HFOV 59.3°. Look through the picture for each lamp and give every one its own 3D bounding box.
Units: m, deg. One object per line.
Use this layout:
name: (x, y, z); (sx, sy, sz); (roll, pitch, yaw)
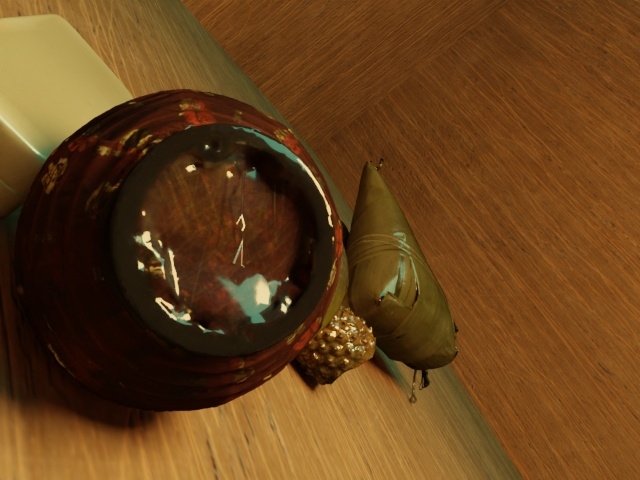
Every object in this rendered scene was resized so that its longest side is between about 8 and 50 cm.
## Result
lamp: (-0.098, 0.008, 0.428); (0.247, 0.247, 0.247); (52, 10, -12)

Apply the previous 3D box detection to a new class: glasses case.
glasses case: (-0.270, -0.135, 0.527); (0.131, 0.070, 0.313); (50, 10, -22)

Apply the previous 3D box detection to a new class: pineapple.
pineapple: (-0.033, 0.085, 0.793); (0.251, 0.125, 0.125); (48, 9, -1)

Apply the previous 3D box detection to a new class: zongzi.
zongzi: (0.196, 0.096, 1.240); (0.447, 0.181, 0.418); (45, 40, -42)

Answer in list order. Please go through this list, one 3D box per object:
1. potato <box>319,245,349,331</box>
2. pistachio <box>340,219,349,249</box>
potato: (-0.084, 0.003, 0.618); (0.251, 0.174, 0.159); (52, -11, -1)
pistachio: (0.000, 0.000, 1.237); (0.136, 0.136, 0.226); (55, 5, 7)
